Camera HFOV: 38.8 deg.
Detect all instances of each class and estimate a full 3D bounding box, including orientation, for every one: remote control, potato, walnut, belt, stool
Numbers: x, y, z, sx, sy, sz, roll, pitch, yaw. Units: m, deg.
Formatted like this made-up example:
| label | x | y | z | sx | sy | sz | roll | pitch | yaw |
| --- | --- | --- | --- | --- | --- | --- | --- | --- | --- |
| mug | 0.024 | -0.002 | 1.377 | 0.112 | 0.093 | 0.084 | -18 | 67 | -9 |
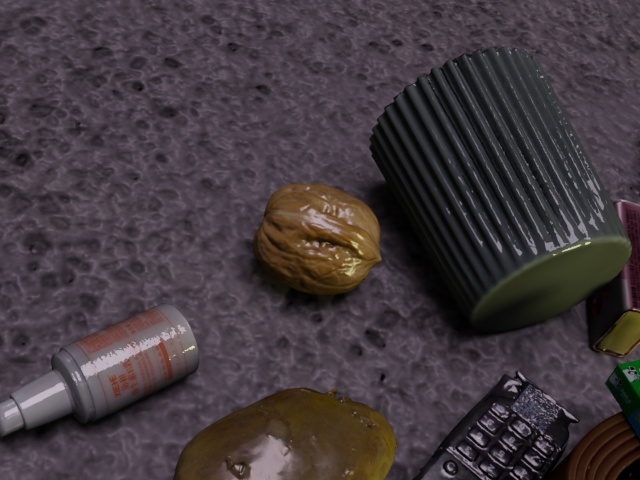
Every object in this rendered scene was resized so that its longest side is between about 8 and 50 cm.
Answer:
| label | x | y | z | sx | sy | sz | roll | pitch | yaw |
| --- | --- | --- | --- | --- | --- | --- | --- | --- | --- |
| remote control | 0.176 | 0.322 | 1.139 | 0.144 | 0.062 | 0.399 | 38 | 53 | 17 |
| potato | -0.037 | 0.272 | 1.070 | 0.296 | 0.141 | 0.191 | -22 | 63 | -32 |
| walnut | 0.000 | 0.000 | 1.295 | 0.184 | 0.155 | 0.155 | 17 | 49 | -5 |
| belt | 0.448 | 0.327 | 1.174 | 0.338 | 0.122 | 0.217 | -10 | 54 | -23 |
| stool | 0.269 | -0.065 | 1.344 | 0.297 | 0.297 | 0.330 | -11 | 60 | -23 |

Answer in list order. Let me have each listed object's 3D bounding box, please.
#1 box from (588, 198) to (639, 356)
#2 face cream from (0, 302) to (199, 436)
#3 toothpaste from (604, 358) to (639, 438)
| label | x | y | z | sx | sy | sz | roll | pitch | yaw |
| --- | --- | --- | --- | --- | --- | --- | --- | --- | --- |
| box | 0.463 | 0.056 | 1.402 | 0.069 | 0.120 | 0.224 | 17 | 48 | -6 |
| face cream | -0.278 | 0.167 | 1.111 | 0.251 | 0.101 | 0.101 | -24 | 61 | -31 |
| toothpaste | 0.450 | 0.267 | 1.118 | 0.065 | 0.050 | 0.267 | -10 | 51 | -17 |
